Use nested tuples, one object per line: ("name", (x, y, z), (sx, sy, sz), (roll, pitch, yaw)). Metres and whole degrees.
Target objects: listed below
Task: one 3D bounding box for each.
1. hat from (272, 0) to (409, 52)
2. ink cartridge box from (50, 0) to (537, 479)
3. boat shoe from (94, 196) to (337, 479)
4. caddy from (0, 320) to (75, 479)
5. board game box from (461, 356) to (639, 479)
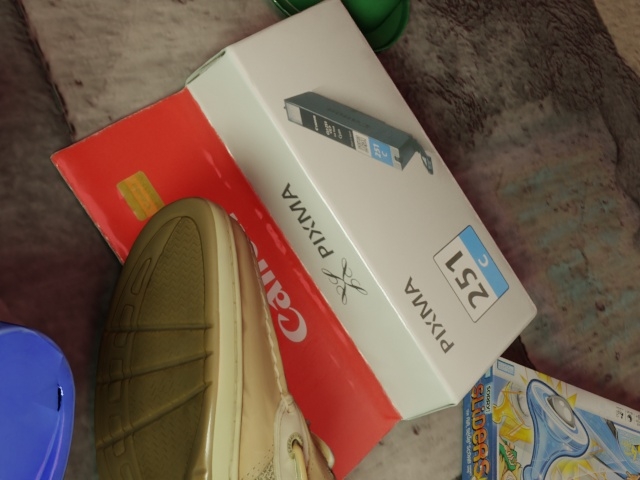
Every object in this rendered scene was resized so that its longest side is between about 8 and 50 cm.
("hat", (0.067, -0.260, 0.858), (0.209, 0.184, 0.172), (22, 58, -31))
("ink cartridge box", (0.000, 0.000, 0.769), (0.261, 0.066, 0.296), (-37, 96, -44))
("boat shoe", (-0.054, 0.146, 0.633), (0.110, 0.122, 0.340), (6, 77, -42))
("caddy", (-0.266, 0.101, 0.436), (0.341, 0.179, 0.241), (-57, 133, -39))
("board game box", (0.197, 0.184, 0.866), (0.201, 0.035, 0.136), (22, 58, -30))
